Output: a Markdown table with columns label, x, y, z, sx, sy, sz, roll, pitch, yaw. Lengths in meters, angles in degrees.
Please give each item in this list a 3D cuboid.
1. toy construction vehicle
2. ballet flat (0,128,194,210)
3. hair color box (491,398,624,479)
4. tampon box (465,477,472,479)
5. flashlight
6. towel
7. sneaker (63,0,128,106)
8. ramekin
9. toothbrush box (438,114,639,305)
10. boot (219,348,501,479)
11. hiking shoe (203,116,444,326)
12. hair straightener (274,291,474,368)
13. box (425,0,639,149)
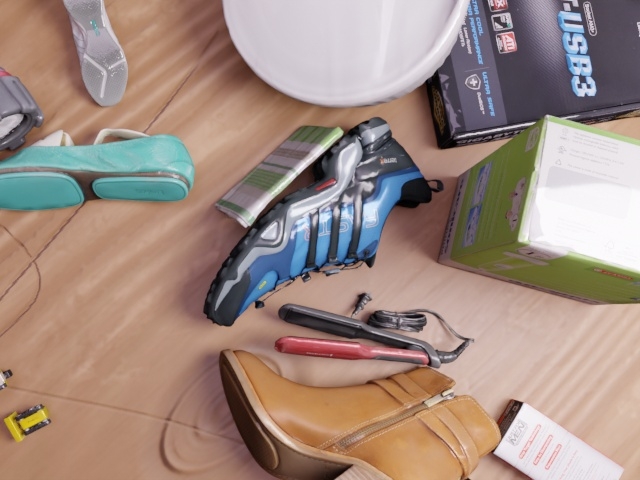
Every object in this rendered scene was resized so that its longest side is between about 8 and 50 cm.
| label | x | y | z | sx | sy | sz | roll | pitch | yaw |
| --- | --- | --- | --- | --- | --- | --- | --- | --- | --- |
| toy construction vehicle | -0.363 | 0.190 | 0.814 | 0.098 | 0.035 | 0.085 | -29 | 98 | -4 |
| ballet flat | -0.269 | -0.085 | 0.834 | 0.248 | 0.083 | 0.087 | -3 | 60 | -5 |
| hair color box | 0.272 | 0.254 | 0.847 | 0.141 | 0.043 | 0.072 | 34 | 82 | -1 |
| tampon box | 0.149 | 0.329 | 0.770 | 0.102 | 0.161 | 0.120 | -31 | 89 | -7 |
| flashlight | -0.442 | -0.235 | 0.815 | 0.103 | 0.103 | 0.304 | -37 | 88 | -6 |
| towel | -0.047 | -0.075 | 0.829 | 0.152 | 0.113 | 0.023 | -43 | 114 | -9 |
| sneaker | -0.264 | -0.235 | 0.857 | 0.054 | 0.061 | 0.152 | -14 | 104 | -13 |
| ramekin | 0.039 | -0.272 | 0.809 | 0.273 | 0.127 | 0.272 | 0 | 89 | 19 |
| toothbrush box | 0.265 | -0.014 | 0.755 | 0.206 | 0.283 | 0.122 | 15 | 82 | -2 |
| boot | 0.037 | 0.183 | 0.801 | 0.220 | 0.109 | 0.283 | -27 | 46 | -29 |
| hiking shoe | 0.000 | 0.000 | 0.820 | 0.304 | 0.113 | 0.132 | -45 | 96 | -3 |
| hair straightener | 0.064 | 0.095 | 0.833 | 0.231 | 0.047 | 0.089 | 6 | 60 | -6 |
| box | 0.265 | -0.280 | 0.893 | 0.294 | 0.073 | 0.295 | -10 | 85 | -4 |
